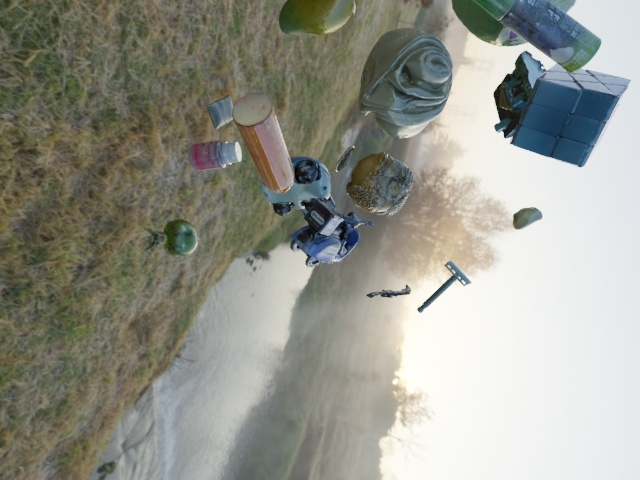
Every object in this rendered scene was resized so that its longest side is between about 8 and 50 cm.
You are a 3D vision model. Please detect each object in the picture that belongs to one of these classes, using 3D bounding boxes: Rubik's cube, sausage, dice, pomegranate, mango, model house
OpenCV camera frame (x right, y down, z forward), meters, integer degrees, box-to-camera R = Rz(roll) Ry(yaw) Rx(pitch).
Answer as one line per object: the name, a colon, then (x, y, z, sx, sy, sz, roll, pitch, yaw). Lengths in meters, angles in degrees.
Rubik's cube: (0.770, -0.395, 1.278, 0.221, 0.231, 0.225, -37, 144, -38)
sausage: (-0.122, -0.208, 0.999, 0.312, 0.092, 0.093, 73, 33, -63)
dice: (0.657, -0.875, 1.364, 0.319, 0.330, 0.322, 63, -19, 20)
pomegranate: (-0.603, -0.009, 1.671, 0.156, 0.220, 0.156, 179, -90, -71)
mango: (-0.012, -0.551, 0.988, 0.092, 0.194, 0.130, 14, 64, -65)
model house: (0.805, -0.588, 1.705, 0.241, 0.225, 0.262, -25, -114, 50)

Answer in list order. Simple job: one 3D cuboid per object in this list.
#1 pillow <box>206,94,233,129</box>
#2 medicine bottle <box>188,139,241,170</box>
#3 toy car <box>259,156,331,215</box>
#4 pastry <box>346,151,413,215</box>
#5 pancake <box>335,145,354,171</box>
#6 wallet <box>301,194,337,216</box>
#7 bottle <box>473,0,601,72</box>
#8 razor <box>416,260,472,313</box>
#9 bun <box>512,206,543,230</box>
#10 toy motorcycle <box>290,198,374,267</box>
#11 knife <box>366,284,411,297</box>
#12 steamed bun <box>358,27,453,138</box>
pillow: (-0.450, -0.588, 1.882, 0.203, 0.038, 0.113, -59, 139, -55)
medicine bottle: (-0.533, -0.436, 2.095, 0.147, 0.246, 0.147, -6, 90, -82)
toy car: (-0.085, -0.212, 1.464, 0.190, 0.255, 0.189, -81, 160, -45)
pastry: (0.263, -0.221, 1.708, 0.310, 0.162, 0.255, 13, 113, -39)
pancake: (0.084, -0.287, 1.451, 0.115, 0.011, 0.115, -50, 169, -13)
wallet: (-0.045, -0.206, 1.799, 0.231, 0.170, 0.069, 61, 19, -25)
bottle: (0.515, -0.538, 0.997, 0.093, 0.329, 0.093, -57, -173, 12)
razor: (0.438, 0.188, 1.521, 0.068, 0.106, 0.232, -6, 142, -50)
bun: (0.596, -0.068, 1.195, 0.055, 0.086, 0.086, 64, 4, 11)
toy motorcycle: (0.040, -0.012, 1.352, 0.213, 0.125, 0.358, -50, 158, 12)
knife: (0.221, 0.166, 1.278, 0.222, 0.045, 0.021, -4, 124, -45)
steamed bun: (0.294, -0.515, 1.353, 0.324, 0.309, 0.219, -59, -159, 7)
